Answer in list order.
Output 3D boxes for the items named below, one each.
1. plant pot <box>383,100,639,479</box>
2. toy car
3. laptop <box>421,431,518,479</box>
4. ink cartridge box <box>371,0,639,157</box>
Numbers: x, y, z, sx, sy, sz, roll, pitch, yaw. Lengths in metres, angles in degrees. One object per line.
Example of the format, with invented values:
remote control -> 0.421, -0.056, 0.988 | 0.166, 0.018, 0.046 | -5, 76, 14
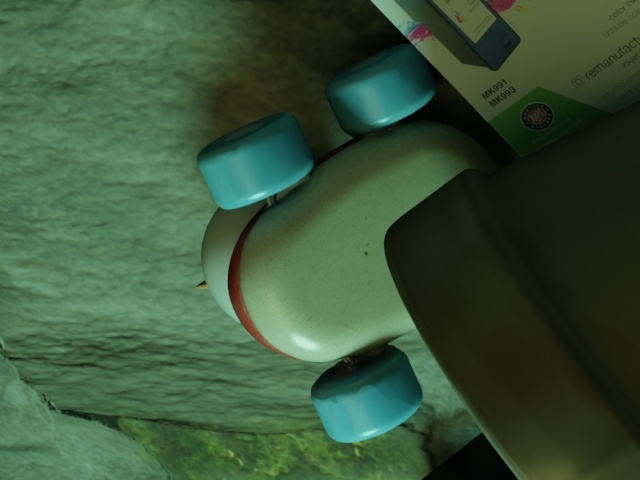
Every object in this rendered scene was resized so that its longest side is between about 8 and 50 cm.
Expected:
plant pot -> 0.244, 0.032, 0.901 | 0.280, 0.323, 0.323 | -39, 103, 12
toy car -> 0.000, 0.000, 1.146 | 0.238, 0.210, 0.219 | 1, 119, 64
laptop -> 0.173, 0.286, 1.239 | 0.136, 0.234, 0.264 | -17, 140, -2
ink cartridge box -> 0.126, -0.170, 0.970 | 0.212, 0.093, 0.154 | 47, 133, -9
